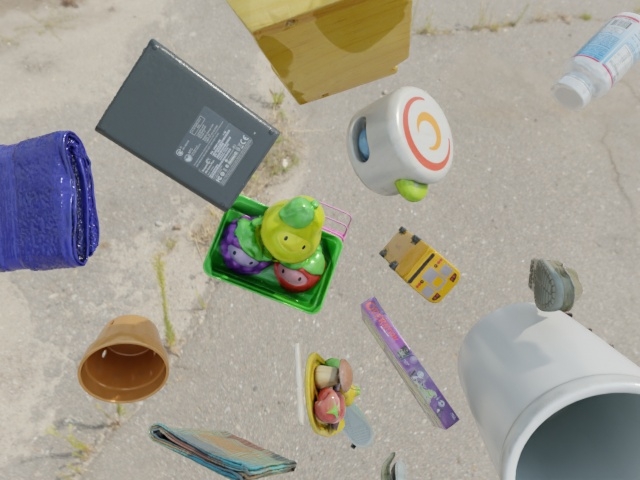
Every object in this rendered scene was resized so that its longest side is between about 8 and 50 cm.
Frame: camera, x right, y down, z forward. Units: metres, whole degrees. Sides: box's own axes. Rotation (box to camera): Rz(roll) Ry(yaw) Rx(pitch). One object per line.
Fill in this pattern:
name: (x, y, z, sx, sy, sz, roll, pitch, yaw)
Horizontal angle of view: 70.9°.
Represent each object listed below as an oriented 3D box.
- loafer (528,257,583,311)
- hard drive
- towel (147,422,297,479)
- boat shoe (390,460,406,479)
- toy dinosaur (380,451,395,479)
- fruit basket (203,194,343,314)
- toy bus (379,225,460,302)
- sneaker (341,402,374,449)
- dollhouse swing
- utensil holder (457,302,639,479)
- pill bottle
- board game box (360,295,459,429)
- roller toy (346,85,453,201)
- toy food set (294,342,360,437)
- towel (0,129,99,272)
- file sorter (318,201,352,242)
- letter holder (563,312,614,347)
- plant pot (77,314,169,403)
loafer: (0.460, 0.078, 0.865, 0.087, 0.095, 0.251, 5, 10, 19)
hard drive: (-0.118, -0.101, 0.412, 0.135, 0.022, 0.094, 33, 95, -20)
towel: (-0.232, 0.530, 1.139, 0.271, 0.370, 0.040, 14, 72, 22)
boat shoe: (0.221, 0.704, 1.291, 0.046, 0.038, 0.125, 21, 44, -13)
toy dinosaur: (0.151, 0.640, 1.076, 0.118, 0.064, 0.269, -16, 100, -10)
fruit basket: (-0.112, 0.024, 1.262, 0.391, 0.392, 0.283, 19, 80, 6)
toy bus: (0.256, 0.054, 1.215, 0.130, 0.333, 0.108, 38, 96, -6)
sneaker: (0.059, 0.498, 1.308, 0.094, 0.151, 0.256, -37, 59, -10)
dollhouse swing: (-0.033, -0.458, 0.802, 0.314, 0.347, 0.305, -16, 86, 9)
utensil holder: (0.457, 0.322, 0.858, 0.327, 0.328, 0.385, 13, 13, 2)
pill bottle: (0.481, -0.304, 0.776, 0.160, 0.087, 0.087, -45, 68, 1)
board game box: (0.219, 0.319, 1.168, 0.056, 0.208, 0.347, -33, 70, -2)
roller toy: (0.153, -0.190, 0.886, 0.191, 0.146, 0.209, 51, 53, -20)
toy food set: (0.024, 0.246, 0.728, 0.071, 0.218, 0.128, -9, 62, 12)
towel: (-0.532, -0.056, 0.791, 0.307, 0.076, 0.228, -5, 88, 16)
file sorter: (0.000, 0.000, 2.002, 0.202, 0.182, 0.291, 22, 52, 2)
letter holder: (0.868, 0.411, 1.633, 0.214, 0.302, 0.152, 2, 43, -11)
plant pot: (-0.689, 0.404, 1.610, 0.290, 0.291, 0.204, -6, 32, -12)
